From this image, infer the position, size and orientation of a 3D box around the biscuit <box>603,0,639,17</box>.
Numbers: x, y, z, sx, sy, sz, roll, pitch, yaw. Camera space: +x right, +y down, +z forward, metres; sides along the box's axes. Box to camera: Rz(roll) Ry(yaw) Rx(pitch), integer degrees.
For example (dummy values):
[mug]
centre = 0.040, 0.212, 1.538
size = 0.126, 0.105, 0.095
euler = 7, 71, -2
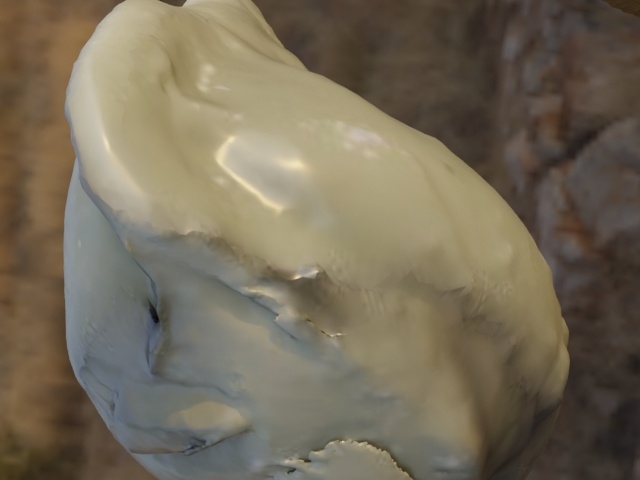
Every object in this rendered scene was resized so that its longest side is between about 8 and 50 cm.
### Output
[biscuit]
centre = 0.271, -0.149, 1.091
size = 0.305, 0.305, 0.038
euler = 180, 104, -77

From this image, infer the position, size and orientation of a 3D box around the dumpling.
[dumpling]
centre = 0.000, 0.000, 0.760
size = 0.318, 0.187, 0.243
euler = 70, -163, -51
